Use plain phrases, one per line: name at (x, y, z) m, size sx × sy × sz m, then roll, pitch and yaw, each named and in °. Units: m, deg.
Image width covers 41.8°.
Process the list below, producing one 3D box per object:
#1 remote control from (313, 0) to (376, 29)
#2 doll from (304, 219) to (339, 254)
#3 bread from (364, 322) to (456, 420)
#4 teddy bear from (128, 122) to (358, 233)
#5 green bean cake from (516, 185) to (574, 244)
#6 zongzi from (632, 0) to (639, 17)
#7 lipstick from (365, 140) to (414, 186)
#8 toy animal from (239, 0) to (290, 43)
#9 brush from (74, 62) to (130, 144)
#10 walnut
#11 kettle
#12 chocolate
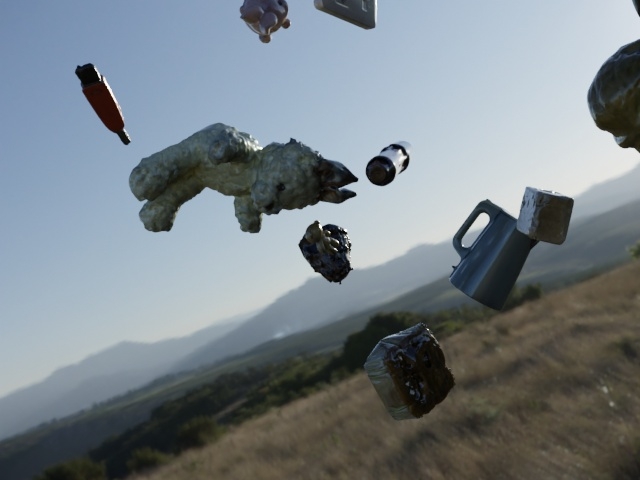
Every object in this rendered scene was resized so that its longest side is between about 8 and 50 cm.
remote control at (0.067, -0.613, 2.136) m, size 0.034 × 0.103 × 0.250 m, roll 0°, pitch -1°, yaw 35°
doll at (0.006, -0.003, 1.921) m, size 0.051 × 0.093 × 0.061 m, roll -45°, pitch 24°, yaw 53°
bread at (0.229, 0.331, 2.103) m, size 0.192 × 0.209 × 0.110 m, roll -33°, pitch 12°, yaw -36°
teddy bear at (-0.170, -0.106, 1.892) m, size 0.375 × 0.362 × 0.327 m, roll -43°, pitch -25°, yaw -25°
green bean cake at (0.500, -0.058, 1.877) m, size 0.085 × 0.109 × 0.179 m, roll 12°, pitch 10°, yaw 2°
zongzi at (0.668, -0.742, 1.819) m, size 0.362 × 0.319 × 0.383 m, roll 10°, pitch -22°, yaw 10°
lipstick at (0.166, -0.185, 1.973) m, size 0.077 × 0.077 × 0.418 m, roll -23°, pitch 6°, yaw 16°
toy animal at (-0.121, -0.522, 1.910) m, size 0.124 × 0.124 × 0.212 m, roll -22°, pitch 13°, yaw -3°
brush at (-0.592, -0.368, 2.323) m, size 0.070 × 0.051 × 0.323 m, roll -23°, pitch -33°, yaw -1°
walnut at (0.798, -0.338, 2.007) m, size 0.253 × 0.282 × 0.277 m, roll -15°, pitch 33°, yaw 52°
kettle at (0.452, 0.030, 2.242) m, size 0.160 × 0.211 × 0.243 m, roll 11°, pitch -70°, yaw -58°
chocolate at (0.033, 0.052, 2.297) m, size 0.156 × 0.133 × 0.156 m, roll -15°, pitch -40°, yaw -13°
